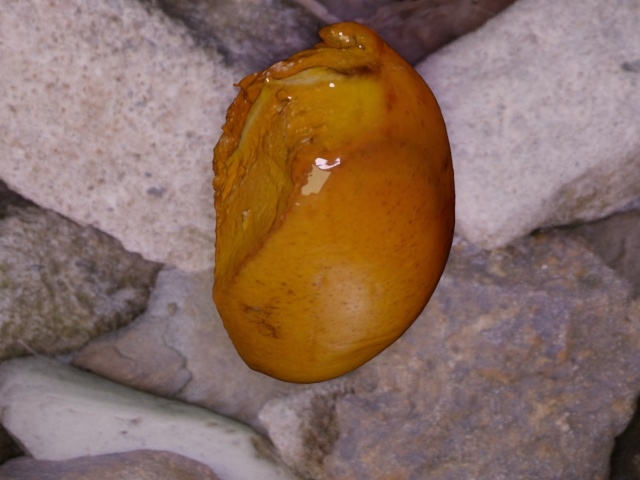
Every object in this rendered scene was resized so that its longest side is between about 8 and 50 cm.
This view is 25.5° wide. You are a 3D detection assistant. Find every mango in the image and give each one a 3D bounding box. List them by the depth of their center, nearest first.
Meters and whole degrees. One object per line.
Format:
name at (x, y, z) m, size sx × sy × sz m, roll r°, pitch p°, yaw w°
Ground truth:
mango at (0.000, 0.000, 1.146) m, size 0.199 × 0.201 × 0.350 m, roll 27°, pitch 139°, yaw 21°
